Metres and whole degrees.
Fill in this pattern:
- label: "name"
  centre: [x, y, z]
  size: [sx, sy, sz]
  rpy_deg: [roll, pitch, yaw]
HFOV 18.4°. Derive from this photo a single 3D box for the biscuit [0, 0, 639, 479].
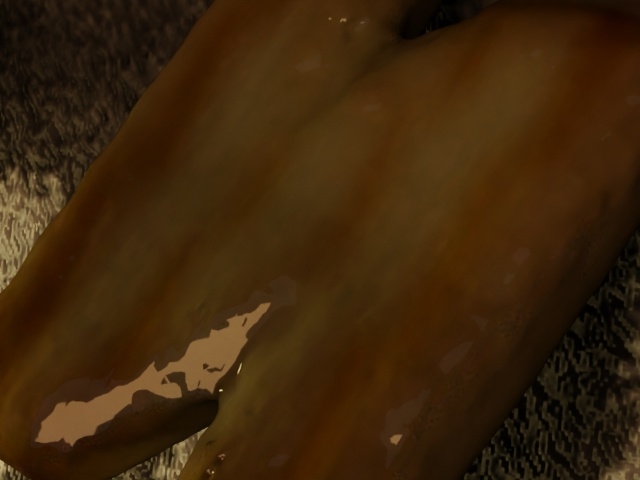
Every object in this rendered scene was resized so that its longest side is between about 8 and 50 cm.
- label: "biscuit"
  centre: [0.000, 0.000, 0.775]
  size: [0.237, 0.062, 0.290]
  rpy_deg: [27, 78, 40]
